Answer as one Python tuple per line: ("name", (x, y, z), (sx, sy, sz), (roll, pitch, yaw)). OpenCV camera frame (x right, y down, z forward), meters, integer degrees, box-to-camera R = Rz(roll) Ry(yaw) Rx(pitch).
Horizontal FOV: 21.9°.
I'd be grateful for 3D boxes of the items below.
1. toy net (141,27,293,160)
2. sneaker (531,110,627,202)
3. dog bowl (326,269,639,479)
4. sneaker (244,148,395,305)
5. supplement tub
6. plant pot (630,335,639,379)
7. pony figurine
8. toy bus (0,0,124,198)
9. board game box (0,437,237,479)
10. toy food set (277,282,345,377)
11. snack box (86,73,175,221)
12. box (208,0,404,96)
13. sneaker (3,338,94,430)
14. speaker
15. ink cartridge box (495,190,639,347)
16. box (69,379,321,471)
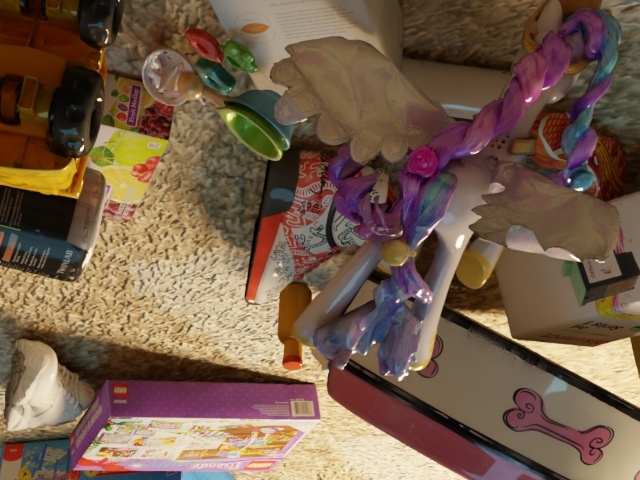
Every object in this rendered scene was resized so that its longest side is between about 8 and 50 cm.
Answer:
("toy net", (-0.113, -0.142, 1.508), (0.232, 0.045, 0.122), (19, 157, 51))
("sneaker", (0.254, -0.088, 1.673), (0.067, 0.064, 0.175), (12, 163, 46))
("dog bowl", (0.186, 0.182, 1.826), (0.408, 0.150, 0.408), (28, 180, 0))
("sneaker", (0.000, 0.001, 1.804), (0.145, 0.090, 0.270), (9, 147, -4))
("supplement tub", (-0.313, -0.035, 1.612), (0.190, 0.117, 0.117), (16, 148, -16))
("plant pot", (0.484, 0.187, 1.976), (0.212, 0.187, 0.212), (-6, 149, 15))
("pony figurine", (0.112, -0.047, 1.426), (0.303, 0.351, 0.363), (36, 124, 11))
("toy bus", (-0.251, -0.146, 1.489), (0.149, 0.220, 0.211), (10, 167, 6))
("board game box", (-0.285, 0.393, 2.506), (0.302, 0.086, 0.308), (-8, 148, 18))
("toy food set", (0.036, 0.144, 2.029), (0.111, 0.104, 0.232), (-10, 147, 21))
("snack box", (-0.268, -0.106, 1.671), (0.207, 0.070, 0.174), (13, 148, -13))
("box", (-0.008, -0.205, 1.452), (0.130, 0.091, 0.170), (-5, 149, 15))
("sneaker", (-0.352, 0.189, 2.182), (0.115, 0.090, 0.232), (4, 159, -13))
("speaker", (0.126, -0.142, 1.583), (0.136, 0.055, 0.055), (7, 150, -6))
("ink cartridge box", (0.348, 0.023, 1.723), (0.278, 0.117, 0.201), (-18, 164, 32))
("box", (-0.171, 0.252, 2.233), (0.293, 0.057, 0.201), (4, 151, -23))
